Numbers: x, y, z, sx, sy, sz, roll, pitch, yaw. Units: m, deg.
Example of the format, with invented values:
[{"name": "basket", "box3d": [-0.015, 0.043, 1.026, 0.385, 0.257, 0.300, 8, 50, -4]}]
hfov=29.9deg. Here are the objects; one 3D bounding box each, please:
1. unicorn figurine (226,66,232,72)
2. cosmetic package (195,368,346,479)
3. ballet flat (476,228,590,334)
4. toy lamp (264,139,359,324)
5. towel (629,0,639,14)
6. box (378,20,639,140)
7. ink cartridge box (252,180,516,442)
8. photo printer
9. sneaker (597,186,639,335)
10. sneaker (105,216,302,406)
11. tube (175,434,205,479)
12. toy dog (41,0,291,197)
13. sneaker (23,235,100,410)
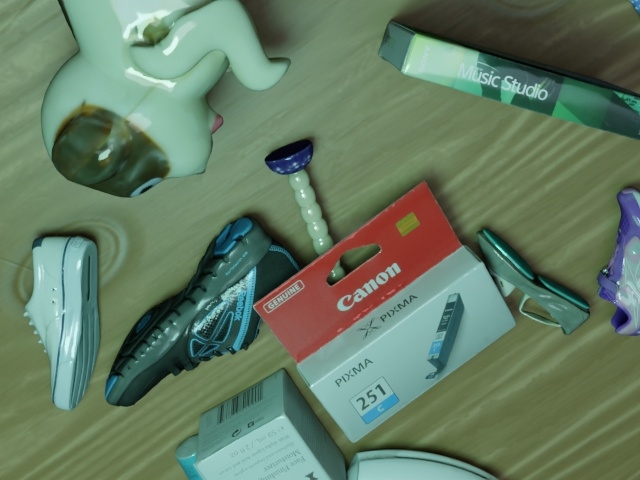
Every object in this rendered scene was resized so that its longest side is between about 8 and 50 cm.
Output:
[{"name": "unicorn figurine", "box3d": [-0.184, -0.218, 1.599, 0.162, 0.060, 0.111, -26, 104, 8]}, {"name": "cosmetic package", "box3d": [-0.068, 0.320, 1.739, 0.151, 0.151, 0.183, -31, 108, 8]}, {"name": "ballet flat", "box3d": [0.293, 0.067, 1.720, 0.213, 0.072, 0.068, 35, 108, -14]}, {"name": "toy lamp", "box3d": [0.000, 0.000, 1.676, 0.080, 0.080, 0.274, -21, 107, 4]}, {"name": "towel", "box3d": [0.516, -0.390, 1.597, 0.243, 0.040, 0.336, -38, 107, 10]}, {"name": "box", "box3d": [0.245, -0.208, 1.539, 0.322, 0.232, 0.058, 13, 103, -8]}, {"name": "ink cartridge box", "box3d": [0.095, 0.105, 1.662, 0.296, 0.066, 0.261, -36, 125, -3]}, {"name": "photo printer", "box3d": [0.134, 0.465, 1.824, 0.256, 0.107, 0.307, 13, 107, -8]}, {"name": "sneaker", "box3d": [0.443, 0.041, 1.713, 0.104, 0.095, 0.236, -12, 110, 9]}, {"name": "sneaker", "box3d": [-0.166, 0.129, 1.685, 0.140, 0.125, 0.341, 41, 104, -20]}, {"name": "tube", "box3d": [-0.148, 0.387, 1.815, 0.080, 0.052, 0.207, -23, 114, 9]}, {"name": "toy dog", "box3d": [-0.217, -0.252, 1.419, 0.395, 0.284, 0.408, 4, 101, -16]}, {"name": "sneaker", "box3d": [-0.368, 0.112, 1.695, 0.091, 0.094, 0.258, 9, 104, 12]}]
